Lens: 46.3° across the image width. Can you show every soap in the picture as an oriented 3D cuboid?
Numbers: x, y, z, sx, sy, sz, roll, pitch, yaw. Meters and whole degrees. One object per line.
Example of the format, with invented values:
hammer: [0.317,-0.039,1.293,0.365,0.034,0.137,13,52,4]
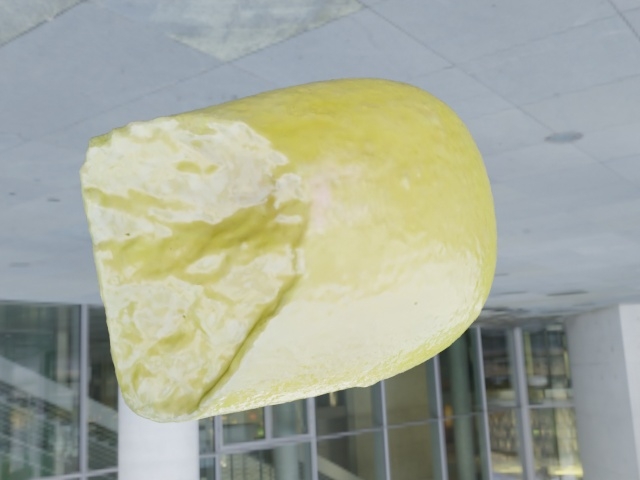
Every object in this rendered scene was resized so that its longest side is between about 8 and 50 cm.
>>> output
soap: [0.001,0.000,0.734,0.427,0.306,0.115,-14,-179,-24]
